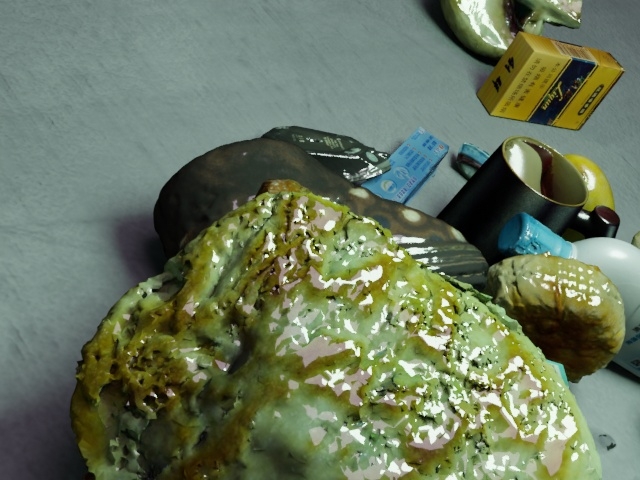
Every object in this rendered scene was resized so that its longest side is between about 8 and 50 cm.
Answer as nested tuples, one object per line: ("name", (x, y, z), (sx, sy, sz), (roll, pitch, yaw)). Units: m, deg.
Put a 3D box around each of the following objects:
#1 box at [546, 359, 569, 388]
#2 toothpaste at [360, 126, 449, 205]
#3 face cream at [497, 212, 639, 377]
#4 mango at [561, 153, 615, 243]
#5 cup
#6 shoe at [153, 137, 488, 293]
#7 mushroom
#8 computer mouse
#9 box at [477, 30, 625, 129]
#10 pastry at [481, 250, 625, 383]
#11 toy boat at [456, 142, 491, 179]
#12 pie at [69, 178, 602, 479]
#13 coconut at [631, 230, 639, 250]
("box", (0.129, 0.163, 0.989), (0.229, 0.162, 0.041), (18, 40, -17))
("toothpaste", (0.115, -0.086, 1.341), (0.066, 0.053, 0.272), (33, 38, 8))
("face cream", (0.385, 0.071, 1.226), (0.336, 0.163, 0.080), (32, 39, -18))
("mango", (0.391, -0.053, 1.394), (0.092, 0.195, 0.130), (-36, 65, -14))
("cup", (0.305, -0.031, 1.309), (0.239, 0.177, 0.166), (15, 41, -21))
("shoe", (0.000, 0.000, 1.072), (0.383, 0.171, 0.237), (-2, 53, -26))
("mushroom", (0.365, -0.457, 1.864), (0.291, 0.212, 0.217), (12, -3, -7))
("computer mouse", (0.002, -0.111, 1.268), (0.192, 0.062, 0.106), (9, 24, -10))
("box", (0.432, -0.296, 1.700), (0.237, 0.152, 0.070), (6, 44, -30))
("pastry", (0.285, 0.100, 1.157), (0.192, 0.182, 0.093), (15, 43, -4))
("toy boat", (0.279, -0.111, 1.470), (0.137, 0.060, 0.061), (37, 57, 15))
("pie", (0.008, 0.169, 0.779), (0.418, 0.180, 0.395), (38, 73, 11))
("coconut", (0.560, 0.053, 1.406), (0.171, 0.171, 0.183), (-21, 64, -46))
